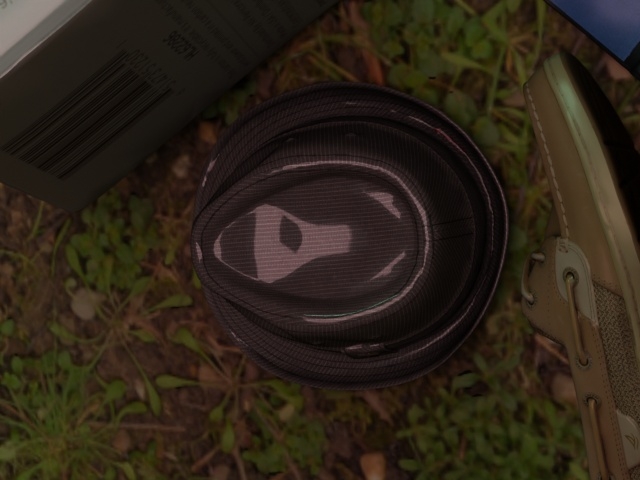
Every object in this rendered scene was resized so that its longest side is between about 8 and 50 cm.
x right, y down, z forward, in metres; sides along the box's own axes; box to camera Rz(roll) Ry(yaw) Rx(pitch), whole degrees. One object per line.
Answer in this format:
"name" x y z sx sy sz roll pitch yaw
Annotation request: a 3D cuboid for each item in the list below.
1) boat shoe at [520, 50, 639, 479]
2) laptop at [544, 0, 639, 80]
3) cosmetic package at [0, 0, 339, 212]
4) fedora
"boat shoe" 0.195 0.037 1.207 0.110 0.121 0.341 -18 88 21
"laptop" 0.270 -0.286 1.099 0.236 0.408 0.382 32 109 -17
"cosmetic package" -0.215 -0.285 1.202 0.327 0.329 0.394 -39 79 4
"fedora" 0.000 0.000 1.282 0.275 0.124 0.244 2 94 22
